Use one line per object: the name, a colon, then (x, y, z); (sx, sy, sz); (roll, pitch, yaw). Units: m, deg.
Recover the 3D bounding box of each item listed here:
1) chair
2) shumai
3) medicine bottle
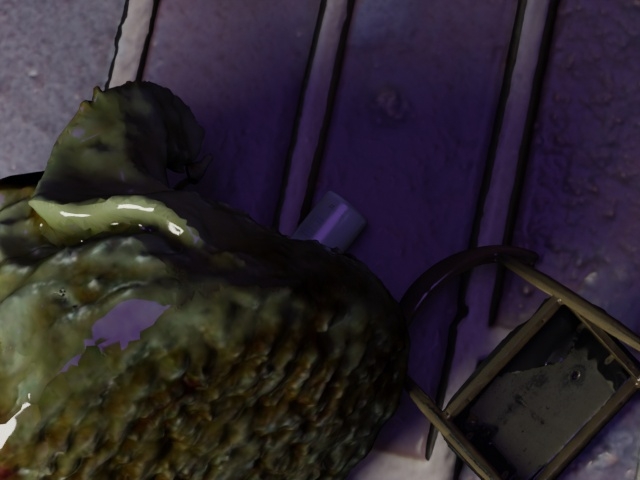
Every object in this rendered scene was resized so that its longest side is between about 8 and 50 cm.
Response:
chair: (0.186, 0.133, 1.486); (0.188, 0.166, 0.272); (-46, 35, -2)
shumai: (-0.169, 0.075, 1.476); (0.395, 0.395, 0.348); (-42, 54, -2)
medicine bottle: (0.000, 0.000, 1.581); (0.047, 0.047, 0.083); (39, 86, 12)
